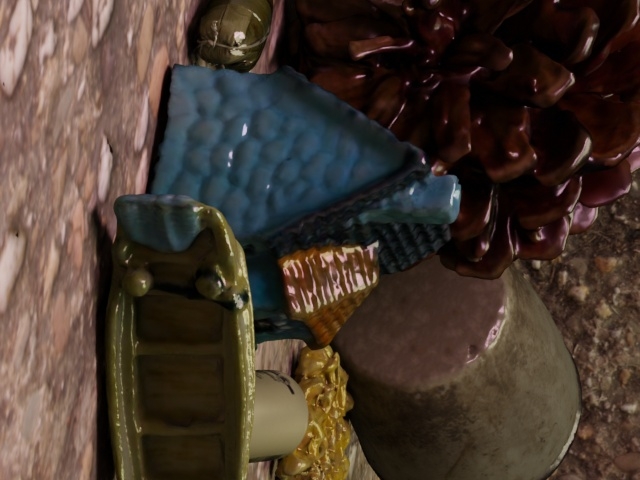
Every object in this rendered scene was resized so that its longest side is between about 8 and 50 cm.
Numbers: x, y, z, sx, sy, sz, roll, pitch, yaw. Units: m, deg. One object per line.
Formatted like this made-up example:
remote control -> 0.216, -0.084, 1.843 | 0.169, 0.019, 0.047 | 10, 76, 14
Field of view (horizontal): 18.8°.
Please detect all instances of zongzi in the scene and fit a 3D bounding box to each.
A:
zongzi -> -0.076, -0.155, 1.627 | 0.109, 0.055, 0.119 | -67, 170, -51

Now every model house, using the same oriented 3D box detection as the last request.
model house -> 0.000, 0.000, 1.597 | 0.261, 0.241, 0.226 | 56, 38, -73

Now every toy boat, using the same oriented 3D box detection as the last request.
toy boat -> -0.103, 0.091, 1.434 | 0.084, 0.111, 0.276 | -68, 157, -71

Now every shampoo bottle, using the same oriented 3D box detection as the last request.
shampoo bottle -> -0.082, 0.148, 1.610 | 0.162, 0.079, 0.079 | 4, 91, -57

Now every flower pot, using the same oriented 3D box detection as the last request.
flower pot -> 0.151, 0.134, 2.324 | 0.330, 0.293, 0.294 | 64, 32, -58

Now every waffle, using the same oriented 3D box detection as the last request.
waffle -> -0.009, 0.256, 2.130 | 0.250, 0.056, 0.261 | 80, 16, -54

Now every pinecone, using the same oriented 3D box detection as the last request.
pinecone -> 0.153, -0.174, 1.933 | 0.398, 0.397, 0.398 | 5, 90, -79
